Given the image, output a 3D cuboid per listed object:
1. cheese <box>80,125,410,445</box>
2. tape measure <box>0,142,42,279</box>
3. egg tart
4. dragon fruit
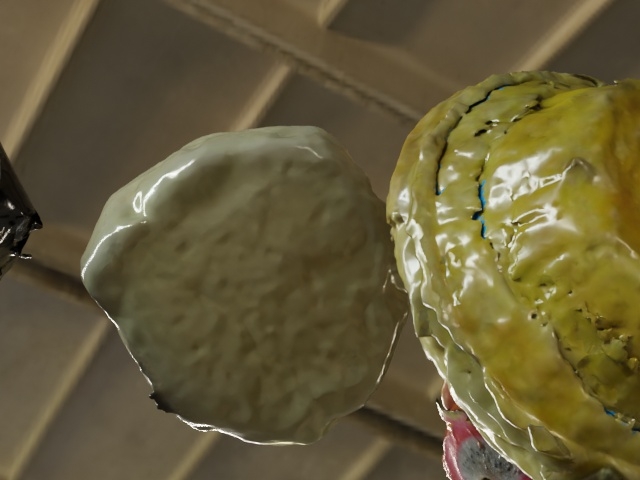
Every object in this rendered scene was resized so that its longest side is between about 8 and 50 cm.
[{"bbox_3d":[-0.067,0.042,1.174,0.326,0.115,0.318,6,-80,-12],"label":"cheese"},{"bbox_3d":[-0.301,-0.028,0.780,0.223,0.202,0.135,-26,-10,-12],"label":"tape measure"},{"bbox_3d":[0.239,0.014,0.908,0.388,0.388,0.169,21,-34,-13],"label":"egg tart"},{"bbox_3d":[0.244,0.214,1.365,0.227,0.224,0.224,-16,-18,-40],"label":"dragon fruit"}]
